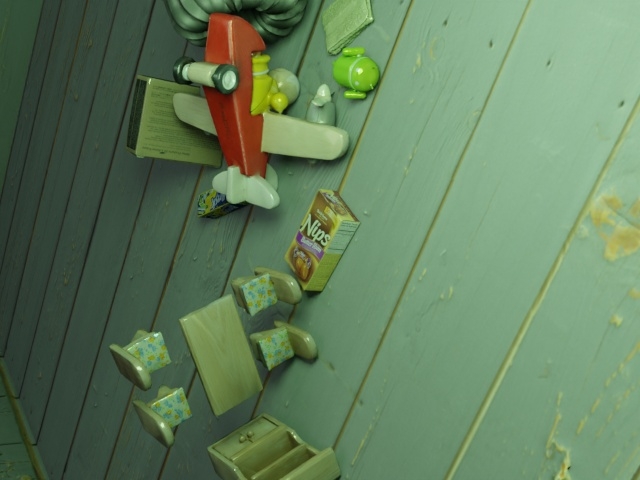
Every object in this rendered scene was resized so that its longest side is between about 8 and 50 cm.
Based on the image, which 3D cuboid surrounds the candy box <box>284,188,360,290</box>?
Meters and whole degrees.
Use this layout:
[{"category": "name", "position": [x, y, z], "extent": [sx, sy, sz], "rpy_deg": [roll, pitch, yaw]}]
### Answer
[{"category": "candy box", "position": [0.000, 0.000, 1.690], "extent": [0.186, 0.053, 0.109], "rpy_deg": [-61, 42, 27]}]

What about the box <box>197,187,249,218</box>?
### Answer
[{"category": "box", "position": [-0.241, -0.100, 2.021], "extent": [0.169, 0.054, 0.059], "rpy_deg": [-19, 71, 52]}]

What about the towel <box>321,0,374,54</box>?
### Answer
[{"category": "towel", "position": [0.053, -0.460, 1.685], "extent": [0.148, 0.027, 0.110], "rpy_deg": [-32, 61, 47]}]

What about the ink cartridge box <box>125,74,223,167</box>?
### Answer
[{"category": "ink cartridge box", "position": [-0.349, -0.294, 2.037], "extent": [0.088, 0.235, 0.193], "rpy_deg": [26, 107, 52]}]

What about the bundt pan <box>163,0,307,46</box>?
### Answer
[{"category": "bundt pan", "position": [-0.175, -0.505, 1.753], "extent": [0.331, 0.331, 0.124], "rpy_deg": [-24, 73, 50]}]

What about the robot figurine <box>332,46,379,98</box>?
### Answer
[{"category": "robot figurine", "position": [0.070, -0.331, 1.615], "extent": [0.115, 0.067, 0.101], "rpy_deg": [30, 128, 50]}]

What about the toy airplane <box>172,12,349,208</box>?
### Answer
[{"category": "toy airplane", "position": [-0.137, -0.265, 1.771], "extent": [0.386, 0.272, 0.384], "rpy_deg": [47, 145, 0]}]

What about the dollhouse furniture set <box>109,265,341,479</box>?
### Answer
[{"category": "dollhouse furniture set", "position": [-0.149, 0.310, 1.624], "extent": [0.256, 0.362, 0.394], "rpy_deg": [13, 125, 54]}]
